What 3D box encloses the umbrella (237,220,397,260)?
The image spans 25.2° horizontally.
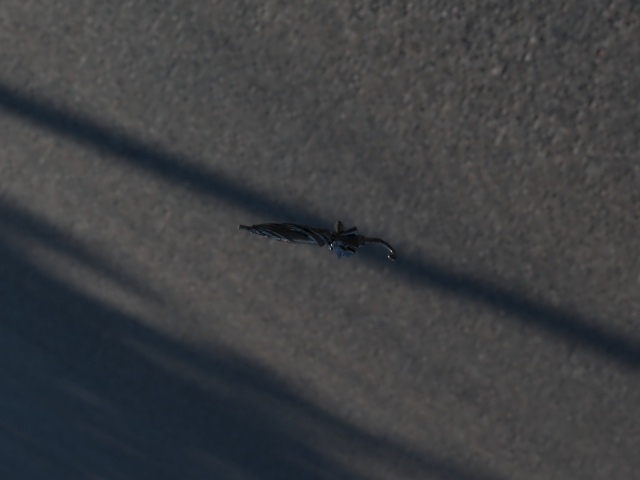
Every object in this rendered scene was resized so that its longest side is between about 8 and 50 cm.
[{"bbox_3d":[-0.003,-0.003,0.798,0.149,0.022,0.022,12,-148,-52],"label":"umbrella"}]
